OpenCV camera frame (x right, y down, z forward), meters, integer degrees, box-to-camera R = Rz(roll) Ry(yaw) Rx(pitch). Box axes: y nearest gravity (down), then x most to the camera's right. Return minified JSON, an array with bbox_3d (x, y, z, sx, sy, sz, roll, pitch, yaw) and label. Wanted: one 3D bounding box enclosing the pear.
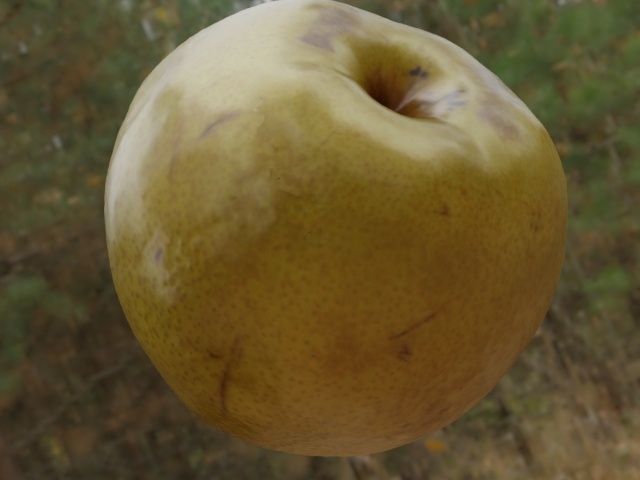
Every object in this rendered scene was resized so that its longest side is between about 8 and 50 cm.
[{"bbox_3d":[0.000,0.000,0.759,0.208,0.209,0.209,-23,-5,-2],"label":"pear"}]
